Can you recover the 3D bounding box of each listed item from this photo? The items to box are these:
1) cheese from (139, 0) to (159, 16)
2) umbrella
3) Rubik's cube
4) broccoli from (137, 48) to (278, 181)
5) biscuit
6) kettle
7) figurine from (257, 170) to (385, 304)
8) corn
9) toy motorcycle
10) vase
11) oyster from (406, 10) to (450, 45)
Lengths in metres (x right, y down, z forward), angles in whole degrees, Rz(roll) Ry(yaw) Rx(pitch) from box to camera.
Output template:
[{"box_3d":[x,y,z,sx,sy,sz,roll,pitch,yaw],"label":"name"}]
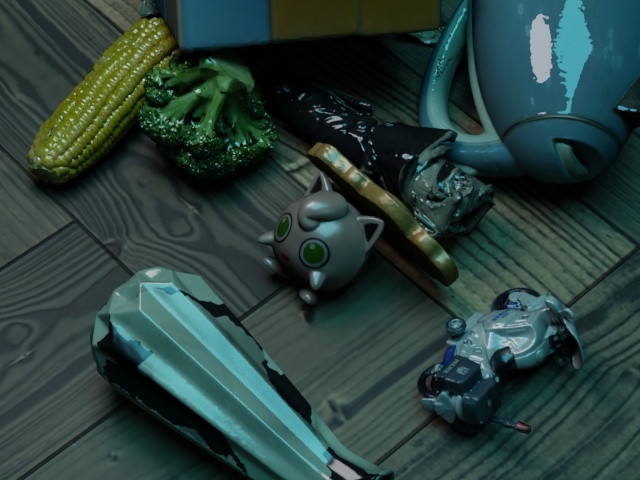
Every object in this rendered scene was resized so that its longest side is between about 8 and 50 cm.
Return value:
[{"box_3d":[-0.189,-0.330,2.082,0.121,0.026,0.067,9,52,5],"label":"cheese"},{"box_3d":[0.063,-0.126,1.880,0.358,0.106,0.113,36,32,28],"label":"umbrella"},{"box_3d":[-0.049,-0.458,1.906,0.347,0.344,0.347,-7,26,-15],"label":"Rubik's cube"},{"box_3d":[-0.139,-0.168,1.885,0.195,0.156,0.195,25,33,-18],"label":"broccoli"},{"box_3d":[0.077,-0.031,1.790,0.236,0.144,0.040,39,85,25],"label":"biscuit"},{"box_3d":[0.278,-0.220,1.913,0.319,0.247,0.342,-10,56,30],"label":"kettle"},{"box_3d":[0.000,0.000,1.775,0.125,0.125,0.138,42,106,26],"label":"figurine"},{"box_3d":[-0.276,-0.182,1.927,0.101,0.101,0.291,29,59,19],"label":"corn"},{"box_3d":[0.215,0.132,1.704,0.150,0.102,0.221,20,49,39],"label":"toy motorcycle"},{"box_3d":[-0.090,0.182,1.623,0.360,0.165,0.165,40,61,20],"label":"vase"},{"box_3d":[0.151,-0.297,2.065,0.093,0.034,0.051,20,70,-1],"label":"oyster"}]
